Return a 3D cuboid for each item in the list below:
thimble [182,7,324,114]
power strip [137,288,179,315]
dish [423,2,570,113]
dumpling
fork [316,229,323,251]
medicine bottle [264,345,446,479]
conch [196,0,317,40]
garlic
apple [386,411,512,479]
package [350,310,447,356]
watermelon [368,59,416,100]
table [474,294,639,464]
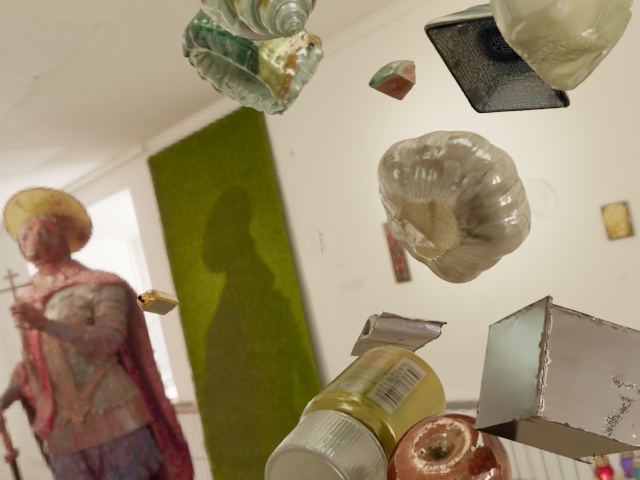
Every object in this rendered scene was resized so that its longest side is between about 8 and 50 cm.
[{"bbox_3d":[-0.140,-0.395,1.604,0.288,0.167,0.254,26,-14,17],"label":"thimble"},{"bbox_3d":[-0.361,0.134,1.673,0.049,0.028,0.178,-40,-14,1],"label":"power strip"},{"bbox_3d":[0.306,-0.317,1.279,0.182,0.080,0.243,3,-27,37],"label":"dish"},{"bbox_3d":[0.275,-0.292,0.873,0.166,0.215,0.126,-22,-19,33],"label":"dumpling"},{"bbox_3d":[0.001,-0.001,2.041,0.012,0.016,0.115,-53,22,21],"label":"fork"},{"bbox_3d":[0.073,0.371,1.442,0.224,0.224,0.384,-14,9,32],"label":"medicine bottle"},{"bbox_3d":[-0.084,-0.406,1.109,0.197,0.367,0.249,-14,-30,30],"label":"conch"},{"bbox_3d":[0.265,-0.084,1.510,0.317,0.317,0.259,-15,12,40],"label":"garlic"},{"bbox_3d":[0.205,0.378,1.210,0.201,0.162,0.201,-18,31,12],"label":"apple"},{"bbox_3d":[0.217,0.266,2.161,0.204,0.062,0.251,9,-36,-18],"label":"package"},{"bbox_3d":[0.135,-0.299,1.433,0.092,0.072,0.084,-35,-6,-26],"label":"watermelon"},{"bbox_3d":[0.350,0.199,1.067,0.193,0.172,0.169,18,-24,-9],"label":"table"}]
